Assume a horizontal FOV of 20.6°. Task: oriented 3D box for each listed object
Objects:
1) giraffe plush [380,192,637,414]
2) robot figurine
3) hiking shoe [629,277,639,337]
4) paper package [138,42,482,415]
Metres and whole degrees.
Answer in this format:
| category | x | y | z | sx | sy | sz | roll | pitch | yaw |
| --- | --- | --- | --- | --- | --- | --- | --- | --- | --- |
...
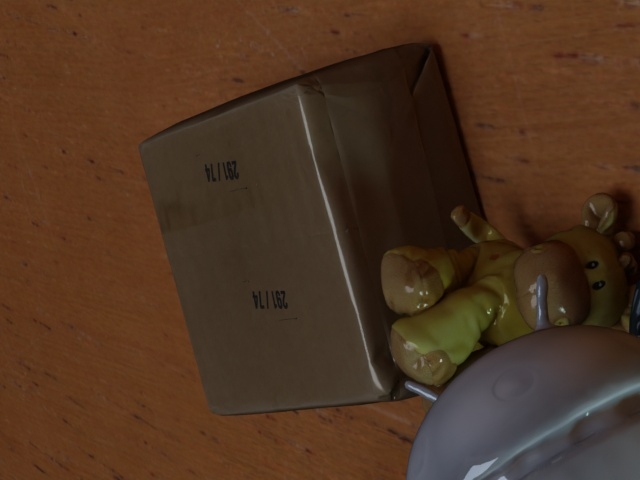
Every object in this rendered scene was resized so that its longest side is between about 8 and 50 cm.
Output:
| category | x | y | z | sx | sy | sz | roll | pitch | yaw |
| --- | --- | --- | --- | --- | --- | --- | --- | --- | --- |
| giraffe plush | 0.177 | 0.050 | 1.455 | 0.170 | 0.210 | 0.181 | -14 | 109 | 40 |
| robot figurine | 0.184 | 0.200 | 1.093 | 0.300 | 0.200 | 0.353 | -36 | 70 | 13 |
| hiking shoe | 0.277 | 0.079 | 1.354 | 0.132 | 0.113 | 0.304 | -70 | -1 | -73 |
| paper package | 0.000 | 0.000 | 1.683 | 0.325 | 0.168 | 0.310 | -15 | 90 | 58 |
